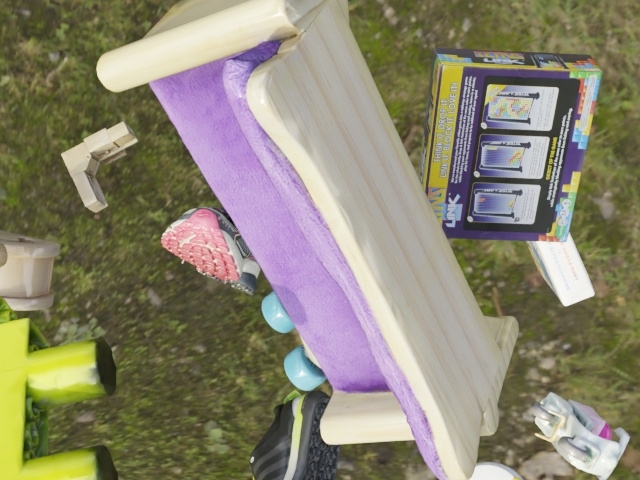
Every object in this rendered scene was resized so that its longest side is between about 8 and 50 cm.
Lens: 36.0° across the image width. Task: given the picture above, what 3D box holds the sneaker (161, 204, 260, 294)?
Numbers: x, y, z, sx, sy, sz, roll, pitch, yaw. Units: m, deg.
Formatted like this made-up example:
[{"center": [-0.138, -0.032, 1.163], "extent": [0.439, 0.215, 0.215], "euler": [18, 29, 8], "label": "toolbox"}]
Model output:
[{"center": [-0.144, -0.006, 1.428], "extent": [0.121, 0.299, 0.112], "euler": [22, 82, 8], "label": "sneaker"}]

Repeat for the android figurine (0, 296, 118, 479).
[{"center": [-0.272, 0.150, 0.668], "extent": [0.273, 0.056, 0.248], "euler": [-15, 53, 3], "label": "android figurine"}]

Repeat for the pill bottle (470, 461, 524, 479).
[{"center": [0.305, 0.478, 1.764], "extent": [0.153, 0.264, 0.153], "euler": [-4, 70, 11], "label": "pill bottle"}]

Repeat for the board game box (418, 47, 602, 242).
[{"center": [0.163, -0.083, 0.882], "extent": [0.141, 0.048, 0.170], "euler": [3, 120, -2], "label": "board game box"}]

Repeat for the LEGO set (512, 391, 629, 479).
[{"center": [0.131, 0.249, 0.635], "extent": [0.107, 0.132, 0.287], "euler": [24, 109, -4], "label": "LEGO set"}]

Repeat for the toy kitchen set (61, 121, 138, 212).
[{"center": [-0.246, -0.084, 1.171], "extent": [0.083, 0.068, 0.075], "euler": [-28, 77, 2], "label": "toy kitchen set"}]

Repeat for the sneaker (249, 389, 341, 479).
[{"center": [-0.039, 0.281, 1.139], "extent": [0.084, 0.097, 0.234], "euler": [47, 45, -33], "label": "sneaker"}]

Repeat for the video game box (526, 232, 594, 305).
[{"center": [0.289, -0.026, 1.300], "extent": [0.048, 0.205, 0.187], "euler": [-21, 98, 7], "label": "video game box"}]

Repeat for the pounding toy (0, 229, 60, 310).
[{"center": [-0.394, -0.006, 1.165], "extent": [0.154, 0.269, 0.154], "euler": [5, 98, -36], "label": "pounding toy"}]

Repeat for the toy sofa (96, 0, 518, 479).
[{"center": [0.000, 0.000, 0.691], "extent": [0.362, 0.150, 0.177], "euler": [61, 36, -28], "label": "toy sofa"}]

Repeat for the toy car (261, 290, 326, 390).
[{"center": [0.071, 0.123, 1.648], "extent": [0.238, 0.219, 0.210], "euler": [10, 49, -50], "label": "toy car"}]
